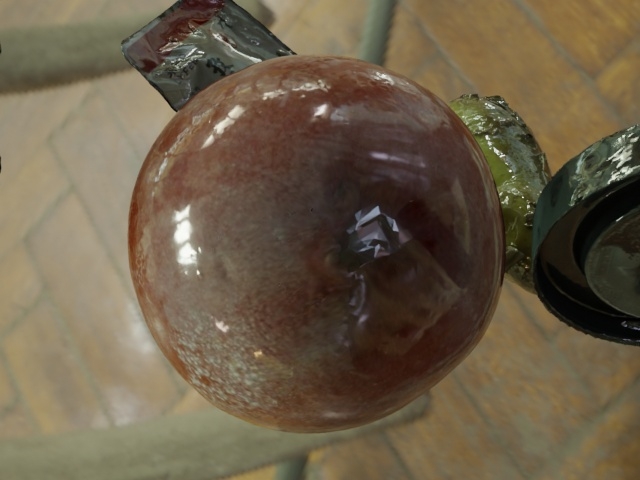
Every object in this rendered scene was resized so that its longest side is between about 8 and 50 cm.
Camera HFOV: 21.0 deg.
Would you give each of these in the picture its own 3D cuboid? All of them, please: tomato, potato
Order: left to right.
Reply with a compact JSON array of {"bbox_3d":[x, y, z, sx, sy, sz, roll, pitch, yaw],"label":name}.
[{"bbox_3d":[0.000,0.000,1.202,0.270,0.270,0.227,-64,11,-5],"label":"tomato"},{"bbox_3d":[0.149,-0.036,1.384,0.090,0.117,0.225,-37,37,15],"label":"potato"}]

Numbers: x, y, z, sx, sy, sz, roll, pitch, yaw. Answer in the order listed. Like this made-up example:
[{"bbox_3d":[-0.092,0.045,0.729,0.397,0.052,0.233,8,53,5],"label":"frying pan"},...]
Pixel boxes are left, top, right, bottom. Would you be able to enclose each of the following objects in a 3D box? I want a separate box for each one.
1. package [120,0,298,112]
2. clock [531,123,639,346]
[{"bbox_3d":[-0.045,-0.113,1.440,0.239,0.154,0.030,38,129,4],"label":"package"},{"bbox_3d":[0.238,-0.003,1.083,0.215,0.215,0.042,-22,50,28],"label":"clock"}]
